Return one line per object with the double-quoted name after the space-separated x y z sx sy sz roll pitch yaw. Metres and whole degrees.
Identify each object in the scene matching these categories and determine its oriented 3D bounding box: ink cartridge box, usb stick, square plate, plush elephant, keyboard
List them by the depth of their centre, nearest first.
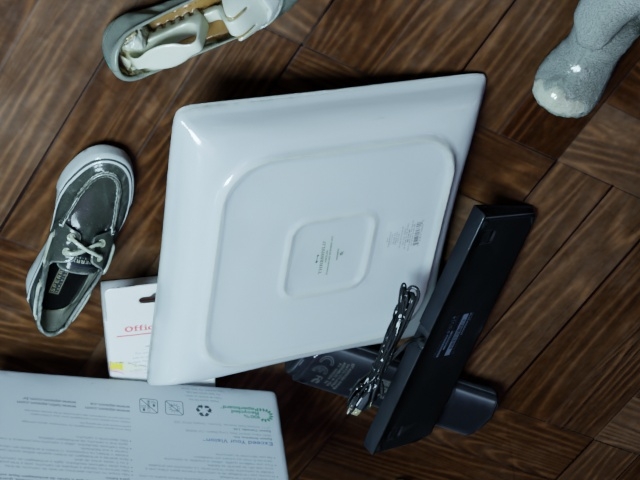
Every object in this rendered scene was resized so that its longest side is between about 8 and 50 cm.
0.394 -0.199 1.399 0.271 0.255 0.330 2 128 -16 "plush elephant"
-0.189 0.272 1.501 0.324 0.330 0.071 7 129 -15 "ink cartridge box"
0.000 0.000 1.546 0.344 0.049 0.347 -9 130 -25 "square plate"
-0.175 0.102 1.624 0.115 0.067 0.198 -6 131 -10 "ink cartridge box"
0.118 0.100 1.648 0.201 0.033 0.317 -5 124 -51 "keyboard"
0.088 0.168 1.763 0.278 0.045 0.077 20 125 -28 "usb stick"

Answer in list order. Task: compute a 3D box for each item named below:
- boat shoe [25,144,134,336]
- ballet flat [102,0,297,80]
-0.241 0.004 1.523 0.077 0.070 0.219 11 125 -23 "boat shoe"
-0.100 -0.202 1.392 0.213 0.068 0.072 -22 130 3 "ballet flat"
